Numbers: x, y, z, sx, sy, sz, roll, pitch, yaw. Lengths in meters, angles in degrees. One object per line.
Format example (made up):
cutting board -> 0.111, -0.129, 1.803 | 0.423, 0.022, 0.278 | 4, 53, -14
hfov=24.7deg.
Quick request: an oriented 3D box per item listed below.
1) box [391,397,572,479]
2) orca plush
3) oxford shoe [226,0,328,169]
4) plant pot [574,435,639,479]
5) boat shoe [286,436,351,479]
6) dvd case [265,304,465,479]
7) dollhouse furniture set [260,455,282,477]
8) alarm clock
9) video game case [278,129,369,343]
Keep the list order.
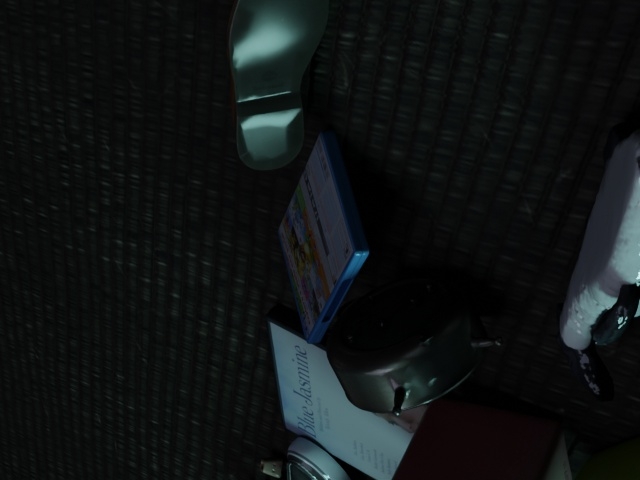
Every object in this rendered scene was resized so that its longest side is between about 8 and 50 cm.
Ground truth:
box -> 0.121, 0.273, 1.257 | 0.127, 0.232, 0.148 | 9, 136, 26
orca plush -> 0.233, 0.022, 0.993 | 0.102, 0.151, 0.287 | 7, 138, 1
oxford shoe -> -0.044, -0.158, 1.144 | 0.076, 0.076, 0.212 | -108, 22, -43
plant pot -> 0.291, 0.293, 1.131 | 0.227, 0.207, 0.228 | 48, 149, -5
boat shoe -> -0.002, 0.308, 1.596 | 0.080, 0.076, 0.228 | 24, 147, 33
dvd case -> 0.055, 0.178, 1.447 | 0.253, 0.022, 0.180 | 26, 143, 29
dollhouse furniture set -> -0.045, 0.292, 1.706 | 0.081, 0.091, 0.114 | 9, 180, -15
alarm clock -> 0.061, 0.077, 1.236 | 0.064, 0.129, 0.192 | 62, 166, -22
video game case -> 0.000, 0.000, 1.253 | 0.166, 0.015, 0.119 | 116, 143, -57
